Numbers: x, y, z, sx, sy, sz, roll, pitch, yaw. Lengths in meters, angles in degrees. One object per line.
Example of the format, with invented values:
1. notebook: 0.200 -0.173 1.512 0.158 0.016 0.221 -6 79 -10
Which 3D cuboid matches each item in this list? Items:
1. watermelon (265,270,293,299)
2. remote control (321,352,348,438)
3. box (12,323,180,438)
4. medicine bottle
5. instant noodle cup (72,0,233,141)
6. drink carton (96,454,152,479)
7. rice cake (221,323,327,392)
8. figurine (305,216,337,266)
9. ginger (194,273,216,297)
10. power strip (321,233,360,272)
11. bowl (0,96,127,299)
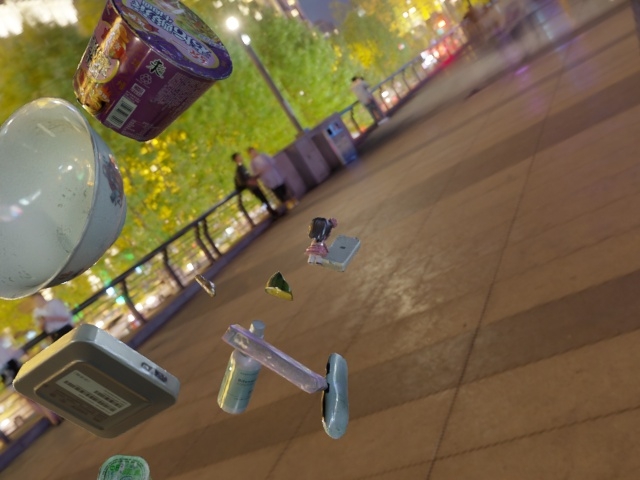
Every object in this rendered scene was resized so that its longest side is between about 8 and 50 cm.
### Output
1. watermelon: -0.123 0.138 2.187 0.181 0.092 0.075 78 -152 -75
2. remote control: 0.044 0.408 1.834 0.045 0.097 0.256 -28 37 27
3. box: -0.653 0.428 2.008 0.373 0.367 0.090 -33 30 28
4. medicine bottle: -0.255 0.421 2.313 0.110 0.110 0.351 -52 -16 -62
5. instant noodle cup: -0.421 -0.420 1.666 0.266 0.340 0.340 -44 4 28
6. drink carton: -0.559 0.715 2.007 0.146 0.144 0.142 3 -29 5
7. rice cake: -0.120 0.304 1.763 0.050 0.298 0.106 -60 -16 -4
8. figurine: 0.000 0.000 1.739 0.072 0.129 0.054 4 -19 17
9. ginger: -0.303 0.123 1.862 0.030 0.048 0.097 -45 52 -8
10. power strip: 0.064 0.037 2.167 0.081 0.035 0.192 14 31 16
11. bowl: -0.551 -0.073 1.483 0.435 0.434 0.196 -28 -25 27
